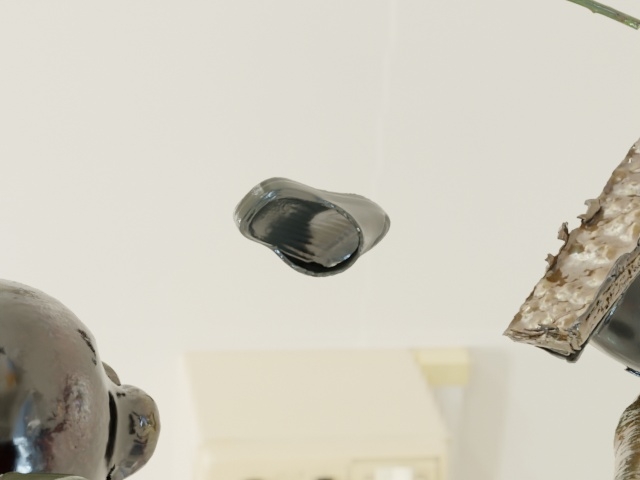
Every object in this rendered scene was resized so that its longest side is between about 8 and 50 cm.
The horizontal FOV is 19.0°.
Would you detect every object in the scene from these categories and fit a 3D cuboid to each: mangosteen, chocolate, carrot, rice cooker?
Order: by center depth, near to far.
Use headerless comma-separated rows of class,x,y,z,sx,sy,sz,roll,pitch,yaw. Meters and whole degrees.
carrot,0.276,0.184,1.627,0.342,0.070,0.070,-35,-51,-70
chocolate,0.289,-0.007,1.808,0.102,0.329,0.065,10,138,41
mangosteen,-0.317,0.185,1.917,0.297,0.314,0.296,-167,90,-80
rice cooker,0.339,0.069,1.965,0.142,0.203,0.118,-61,17,-4

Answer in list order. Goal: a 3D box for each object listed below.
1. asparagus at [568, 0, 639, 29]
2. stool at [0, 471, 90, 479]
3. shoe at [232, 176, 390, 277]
asparagus,0.235,-0.237,1.862,0.016,0.163,0.016,10,-79,-76
stool,-0.242,0.248,1.677,0.110,0.096,0.096,-9,79,39
shoe,0.000,0.000,2.269,0.108,0.241,0.093,-47,54,20
